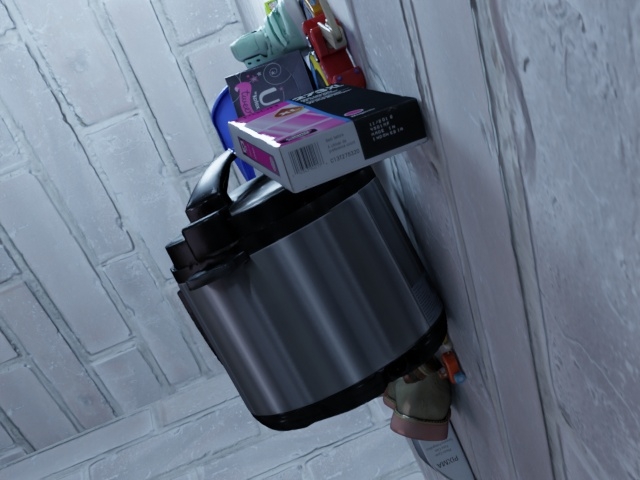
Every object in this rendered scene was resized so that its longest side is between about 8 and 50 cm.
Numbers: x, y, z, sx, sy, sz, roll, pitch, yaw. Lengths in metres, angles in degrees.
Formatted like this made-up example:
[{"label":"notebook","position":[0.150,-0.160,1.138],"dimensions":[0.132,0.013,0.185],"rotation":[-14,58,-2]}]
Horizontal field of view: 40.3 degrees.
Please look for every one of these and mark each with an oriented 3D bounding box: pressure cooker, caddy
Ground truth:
[{"label":"pressure cooker","position":[-0.035,0.037,1.389],"dimensions":[0.421,0.375,0.370],"rotation":[62,167,-8]},{"label":"caddy","position":[-0.106,-0.260,1.946],"dimensions":[0.179,0.241,0.341],"rotation":[59,174,24]}]

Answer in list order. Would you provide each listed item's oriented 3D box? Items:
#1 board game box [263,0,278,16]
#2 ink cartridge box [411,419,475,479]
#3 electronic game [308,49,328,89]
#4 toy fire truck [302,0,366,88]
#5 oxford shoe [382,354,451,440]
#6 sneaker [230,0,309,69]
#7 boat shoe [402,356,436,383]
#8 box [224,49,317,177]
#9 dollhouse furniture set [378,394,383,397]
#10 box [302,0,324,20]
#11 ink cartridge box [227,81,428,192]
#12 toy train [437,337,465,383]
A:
[{"label":"board game box","position":[-0.082,-0.453,1.938],"dimensions":[0.181,0.043,0.092],"rotation":[79,169,-76]},{"label":"ink cartridge box","position":[0.297,0.549,2.065],"dimensions":[0.308,0.091,0.385],"rotation":[81,168,-78]},{"label":"electronic game","position":[0.029,-0.229,1.541],"dimensions":[0.229,0.048,0.229],"rotation":[158,90,-87]},{"label":"toy fire truck","position":[0.014,-0.301,1.273],"dimensions":[0.135,0.047,0.192],"rotation":[120,125,-82]},{"label":"oxford shoe","position":[0.206,0.283,1.742],"dimensions":[0.397,0.140,0.147],"rotation":[-90,8,-87]},{"label":"sneaker","position":[-0.098,-0.387,1.674],"dimensions":[0.256,0.151,0.094],"rotation":[101,148,-83]},{"label":"boat shoe","position":[0.158,0.187,1.579],"dimensions":[0.064,0.060,0.178],"rotation":[39,-158,-28]},{"label":"box","position":[-0.065,-0.213,1.689],"dimensions":[0.142,0.163,0.247],"rotation":[46,-155,-75]},{"label":"dollhouse furniture set","position":[0.106,0.240,2.029],"dimensions":[0.242,0.160,0.212],"rotation":[-115,20,-44]},{"label":"box","position":[0.002,-0.338,1.410],"dimensions":[0.136,0.028,0.081],"rotation":[74,173,-49]},{"label":"ink cartridge box","position":[-0.014,-0.148,1.156],"dimensions":[0.371,0.175,0.069],"rotation":[-147,36,-70]},{"label":"toy train","position":[0.196,0.178,1.528],"dimensions":[0.166,0.046,0.125],"rotation":[-117,6,-58]}]
